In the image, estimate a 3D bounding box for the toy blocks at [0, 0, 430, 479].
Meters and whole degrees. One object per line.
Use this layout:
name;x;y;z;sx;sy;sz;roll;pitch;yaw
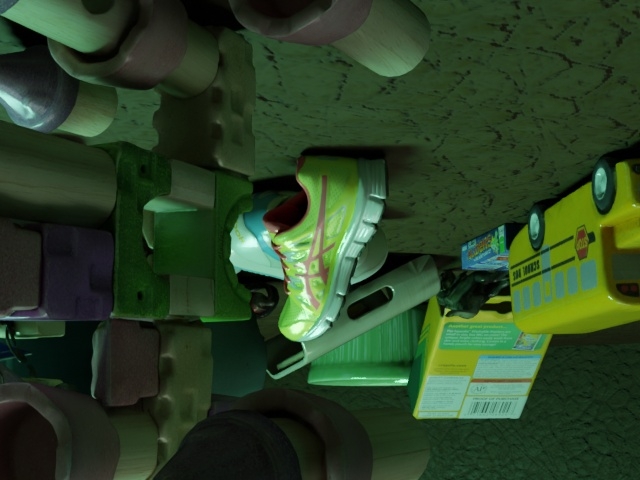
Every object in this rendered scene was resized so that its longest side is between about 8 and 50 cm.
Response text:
toy blocks;-0.129;-0.005;0.438;0.309;0.288;0.260;-3;173;29

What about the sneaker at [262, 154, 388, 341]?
sneaker;-0.012;0.003;0.852;0.094;0.081;0.208;13;122;-12

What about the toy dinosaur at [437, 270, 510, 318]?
toy dinosaur;0.219;0.067;1.295;0.118;0.064;0.268;-31;-179;4

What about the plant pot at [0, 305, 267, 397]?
plant pot;-0.263;0.173;1.297;0.341;0.340;0.334;-7;176;28

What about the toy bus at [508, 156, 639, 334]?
toy bus;0.285;0.013;0.924;0.108;0.130;0.332;1;169;-6

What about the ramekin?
ramekin;0.124;0.212;1.879;0.304;0.148;0.303;0;169;0

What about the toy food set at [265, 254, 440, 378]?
toy food set;0.027;0.107;1.392;0.220;0.092;0.306;-26;173;-18

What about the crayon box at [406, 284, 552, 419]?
crayon box;0.279;0.179;1.611;0.203;0.083;0.322;1;133;-8

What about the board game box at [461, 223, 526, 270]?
board game box;0.296;0.014;1.173;0.201;0.035;0.136;3;168;-14

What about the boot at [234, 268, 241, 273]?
boot;-0.137;-0.003;0.972;0.124;0.095;0.258;-5;178;-10

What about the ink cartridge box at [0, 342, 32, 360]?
ink cartridge box;-0.521;0.074;1.111;0.333;0.065;0.165;14;180;8

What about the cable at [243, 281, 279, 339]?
cable;-0.179;0.104;1.530;0.287;0.139;0.072;15;157;41

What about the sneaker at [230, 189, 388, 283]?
sneaker;0.000;0.000;0.969;0.092;0.087;0.229;-18;163;42
